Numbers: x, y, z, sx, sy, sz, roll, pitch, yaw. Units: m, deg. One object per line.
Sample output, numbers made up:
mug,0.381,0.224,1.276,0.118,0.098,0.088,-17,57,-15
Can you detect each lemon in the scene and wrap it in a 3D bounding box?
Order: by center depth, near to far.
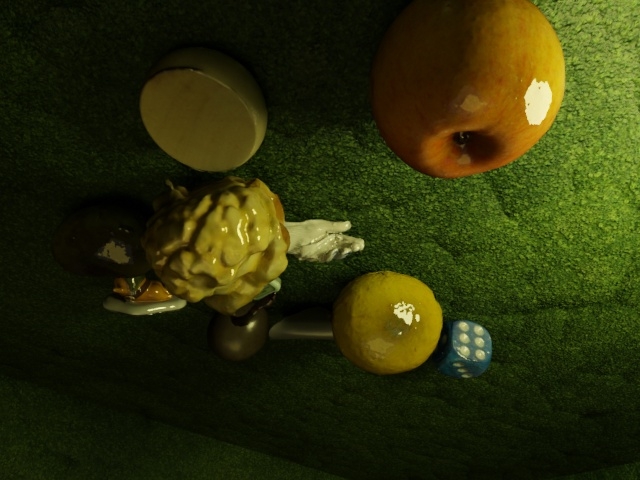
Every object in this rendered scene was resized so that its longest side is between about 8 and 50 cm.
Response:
lemon,0.176,0.220,1.221,0.297,0.297,0.297,5,139,5

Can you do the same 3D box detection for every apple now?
apple,0.219,-0.235,0.709,0.299,0.275,0.299,3,144,2

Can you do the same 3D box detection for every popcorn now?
popcorn,-0.221,0.027,1.014,0.349,0.349,0.382,-6,110,17

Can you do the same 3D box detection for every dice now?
dice,0.438,0.339,1.410,0.146,0.143,0.146,14,142,-7

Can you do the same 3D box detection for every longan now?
longan,-0.265,0.292,1.452,0.196,0.197,0.220,36,130,-27

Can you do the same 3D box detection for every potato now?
potato,-0.573,0.006,1.201,0.307,0.173,0.210,-6,139,13

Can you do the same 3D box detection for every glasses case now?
glasses case,-0.007,0.263,1.435,0.308,0.128,0.083,-2,112,13

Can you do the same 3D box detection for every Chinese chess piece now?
Chinese chess piece,-0.228,-0.255,0.897,0.250,0.097,0.251,6,138,5

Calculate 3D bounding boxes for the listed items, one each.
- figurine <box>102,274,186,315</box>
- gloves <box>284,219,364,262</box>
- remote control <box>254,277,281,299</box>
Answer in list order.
figurine,-0.550,0.140,1.421,0.250,0.166,0.141,0,106,-26
gloves,-0.002,-0.001,1.148,0.229,0.097,0.119,9,95,12
remote control,-0.261,0.055,1.277,0.128,0.066,0.335,-27,127,31
